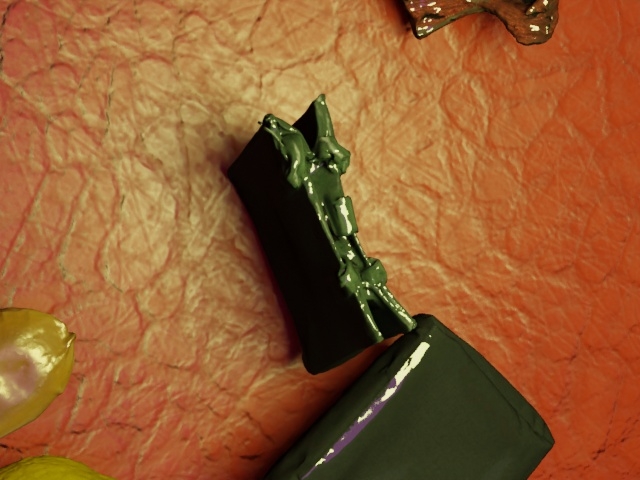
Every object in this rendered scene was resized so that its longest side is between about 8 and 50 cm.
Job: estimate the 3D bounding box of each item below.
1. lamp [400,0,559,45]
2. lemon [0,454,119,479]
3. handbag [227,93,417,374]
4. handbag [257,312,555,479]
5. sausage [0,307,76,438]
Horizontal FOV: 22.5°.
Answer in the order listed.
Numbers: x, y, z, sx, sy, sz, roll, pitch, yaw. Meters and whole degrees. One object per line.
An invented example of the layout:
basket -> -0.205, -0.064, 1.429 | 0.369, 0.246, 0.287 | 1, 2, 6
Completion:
lamp -> 0.199, -0.325, 1.731 | 0.223, 0.215, 0.151 | -56, 142, -38
lemon -> -0.295, 0.327, 1.604 | 0.260, 0.204, 0.204 | -41, 102, -11
handbag -> -0.002, 0.001, 1.623 | 0.079, 0.260, 0.247 | -22, 85, -14
handbag -> 0.061, 0.231, 1.710 | 0.302, 0.178, 0.275 | -48, 118, -7
sausage -> -0.411, 0.168, 1.611 | 0.354, 0.116, 0.134 | -20, 83, -16
